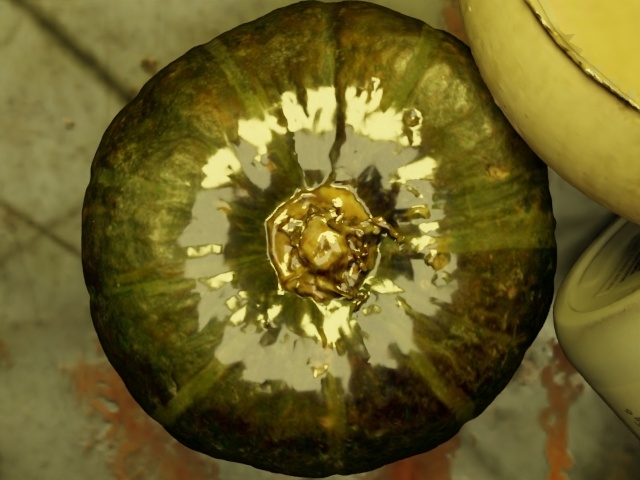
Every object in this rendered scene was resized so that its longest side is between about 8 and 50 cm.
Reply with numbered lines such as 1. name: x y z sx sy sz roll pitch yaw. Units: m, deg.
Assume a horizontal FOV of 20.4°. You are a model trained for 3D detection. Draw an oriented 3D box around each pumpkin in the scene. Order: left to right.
1. pumpkin: 0.000 0.000 0.818 0.223 0.157 0.224 0 88 -5

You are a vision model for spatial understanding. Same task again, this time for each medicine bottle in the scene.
1. medicine bottle: 0.222 0.074 0.833 0.135 0.135 0.215 -40 102 11

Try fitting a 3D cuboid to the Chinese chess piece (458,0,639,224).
1. Chinese chess piece: 0.184 -0.122 0.745 0.257 0.104 0.257 1 69 -2
